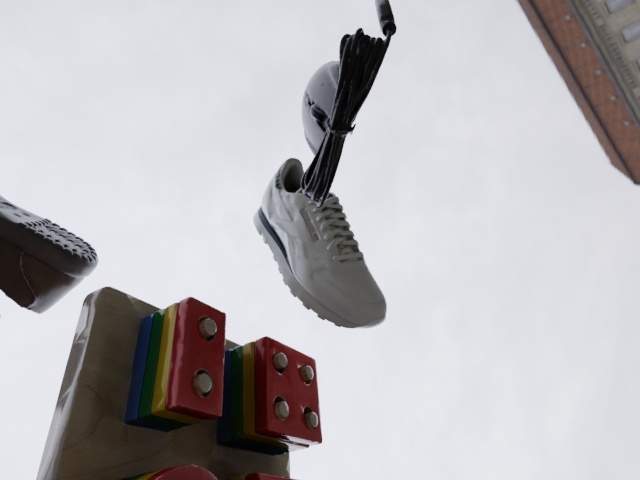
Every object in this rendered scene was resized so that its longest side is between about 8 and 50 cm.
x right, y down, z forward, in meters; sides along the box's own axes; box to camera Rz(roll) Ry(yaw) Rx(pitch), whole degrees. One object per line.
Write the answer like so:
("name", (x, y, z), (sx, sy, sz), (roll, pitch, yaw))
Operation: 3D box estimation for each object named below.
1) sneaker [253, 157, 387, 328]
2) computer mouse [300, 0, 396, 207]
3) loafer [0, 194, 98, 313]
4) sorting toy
("sneaker", (0.000, 0.000, 0.518), (0.090, 0.095, 0.235), (-1, -140, -45))
("computer mouse", (0.018, -0.172, 0.474), (0.060, 0.184, 0.262), (20, -144, -6))
("loafer", (-0.501, -0.016, 0.611), (0.365, 0.134, 0.130), (31, -91, -2))
("sorting toy", (-0.084, 0.188, 0.378), (0.257, 0.089, 0.256), (41, -146, -44))
